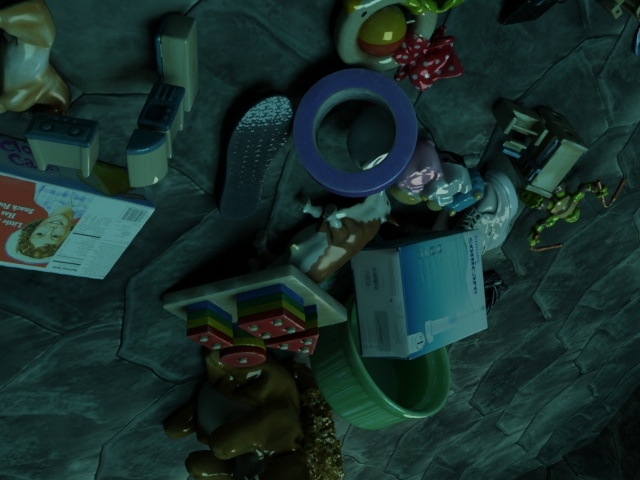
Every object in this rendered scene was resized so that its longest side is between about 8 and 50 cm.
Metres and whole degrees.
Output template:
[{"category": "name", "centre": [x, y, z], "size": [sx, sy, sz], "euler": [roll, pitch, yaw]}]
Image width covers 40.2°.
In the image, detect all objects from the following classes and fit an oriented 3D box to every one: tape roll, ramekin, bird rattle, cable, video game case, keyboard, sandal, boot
[{"category": "tape roll", "centre": [0.054, -0.163, 1.345], "size": [0.189, 0.189, 0.080], "euler": [-37, 175, 1]}, {"category": "ramekin", "centre": [0.119, 0.249, 1.841], "size": [0.303, 0.303, 0.148], "euler": [5, 149, -46]}, {"category": "bird rattle", "centre": [0.116, -0.328, 1.323], "size": [0.207, 0.143, 0.253], "euler": [-14, 156, -12]}, {"category": "cable", "centre": [0.389, 0.157, 2.206], "size": [0.184, 0.047, 0.150], "euler": [-41, 147, 8]}, {"category": "video game case", "centre": [0.038, 0.055, 1.775], "size": [0.212, 0.023, 0.193], "euler": [-39, 147, 4]}, {"category": "keyboard", "centre": [0.380, -0.408, 1.440], "size": [0.108, 0.023, 0.180], "euler": [-15, 173, -22]}, {"category": "sandal", "centre": [-0.118, -0.137, 1.374], "size": [0.097, 0.054, 0.254], "euler": [-1, 138, -29]}, {"category": "boot", "centre": [0.341, -0.040, 1.867], "size": [0.123, 0.095, 0.258], "euler": [-34, 149, -16]}]

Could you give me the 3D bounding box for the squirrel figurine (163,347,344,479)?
[{"category": "squirrel figurine", "centre": [-0.078, 0.432, 1.819], "size": [0.397, 0.370, 0.281], "euler": [5, 129, -46]}]

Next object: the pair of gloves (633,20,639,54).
[{"category": "pair of gloves", "centre": [0.702, -0.456, 1.752], "size": [0.198, 0.023, 0.159], "euler": [-44, 146, 10]}]

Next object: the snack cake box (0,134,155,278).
[{"category": "snack cake box", "centre": [-0.383, -0.041, 1.207], "size": [0.264, 0.089, 0.152], "euler": [14, 124, -50]}]

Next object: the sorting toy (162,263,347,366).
[{"category": "sorting toy", "centre": [-0.112, 0.154, 1.596], "size": [0.257, 0.089, 0.255], "euler": [-14, 153, 19]}]

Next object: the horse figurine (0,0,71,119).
[{"category": "horse figurine", "centre": [-0.370, -0.223, 1.014], "size": [0.174, 0.066, 0.263], "euler": [-14, 142, -28]}]

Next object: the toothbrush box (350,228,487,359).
[{"category": "toothbrush box", "centre": [0.203, 0.099, 1.750], "size": [0.295, 0.126, 0.216], "euler": [-13, 98, -48]}]

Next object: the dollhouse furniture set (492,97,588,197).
[{"category": "dollhouse furniture set", "centre": [0.400, -0.196, 1.733], "size": [0.184, 0.129, 0.129], "euler": [18, 123, -23]}]

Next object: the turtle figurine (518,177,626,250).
[{"category": "turtle figurine", "centre": [0.556, -0.097, 2.006], "size": [0.269, 0.087, 0.217], "euler": [-38, 141, 18]}]

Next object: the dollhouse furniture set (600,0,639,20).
[{"category": "dollhouse furniture set", "centre": [0.585, -0.450, 1.556], "size": [0.144, 0.123, 0.151], "euler": [-43, 147, 11]}]

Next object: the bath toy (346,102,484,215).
[{"category": "bath toy", "centre": [0.153, -0.142, 1.546], "size": [0.151, 0.129, 0.348], "euler": [-29, 151, 25]}]

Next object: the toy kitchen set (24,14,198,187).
[{"category": "toy kitchen set", "centre": [-0.260, -0.189, 1.115], "size": [0.166, 0.207, 0.122], "euler": [10, 139, 2]}]

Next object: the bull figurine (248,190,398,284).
[{"category": "bull figurine", "centre": [0.000, 0.000, 1.603], "size": [0.310, 0.101, 0.188], "euler": [-44, 144, 8]}]
